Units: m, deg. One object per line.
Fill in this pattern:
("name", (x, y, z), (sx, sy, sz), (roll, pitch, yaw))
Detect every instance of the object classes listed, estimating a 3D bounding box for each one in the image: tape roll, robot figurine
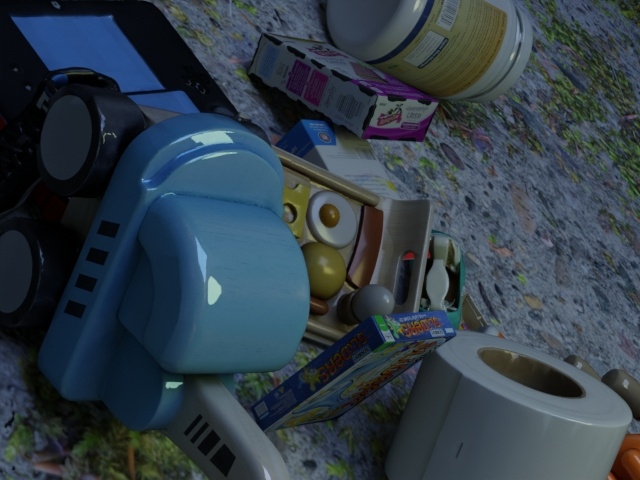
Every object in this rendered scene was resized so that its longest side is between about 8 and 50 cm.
("tape roll", (0.215, 0.227, 1.331), (0.246, 0.169, 0.246), (19, 12, -4))
("robot figurine", (0.414, 0.310, 1.471), (0.128, 0.158, 0.219), (15, -3, 26))

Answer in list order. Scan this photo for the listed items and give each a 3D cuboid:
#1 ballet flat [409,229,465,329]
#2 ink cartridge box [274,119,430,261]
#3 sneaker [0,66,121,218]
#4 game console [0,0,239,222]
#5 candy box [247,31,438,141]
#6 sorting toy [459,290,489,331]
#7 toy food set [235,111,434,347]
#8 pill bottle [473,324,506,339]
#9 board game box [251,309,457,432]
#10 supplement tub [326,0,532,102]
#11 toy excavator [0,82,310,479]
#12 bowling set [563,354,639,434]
("ballet flat", (0.168, 0.046, 1.623), (0.083, 0.087, 0.247), (8, 42, -1))
("ink cartridge box", (0.042, -0.052, 1.594), (0.134, 0.078, 0.231), (-2, 58, -51))
("sneaker", (-0.293, -0.105, 1.140), (0.079, 0.121, 0.217), (44, 57, 9))
("game console", (-0.242, -0.161, 1.381), (0.342, 0.060, 0.386), (57, 32, 11))
("candy box", (0.033, -0.223, 1.673), (0.233, 0.071, 0.159), (32, 21, 32))
("sorting toy", (0.201, 0.123, 1.644), (0.075, 0.045, 0.083), (-13, 67, -47))
("toy food set", (0.000, 0.000, 1.385), (0.306, 0.092, 0.219), (23, 67, -31))
("pill bottle", (0.250, 0.229, 1.514), (0.221, 0.121, 0.121), (50, 32, 0))
("board game box", (0.036, 0.143, 1.268), (0.136, 0.201, 0.035), (-1, 58, -50))
("supplement tub", (0.191, -0.373, 1.967), (0.316, 0.228, 0.228), (18, 44, -40))
("toy excavator", (-0.116, 0.123, 1.052), (0.222, 0.433, 0.445), (8, 22, -47))
("bowling set", (0.428, 0.295, 1.661), (0.154, 0.200, 0.287), (42, -10, -20))
